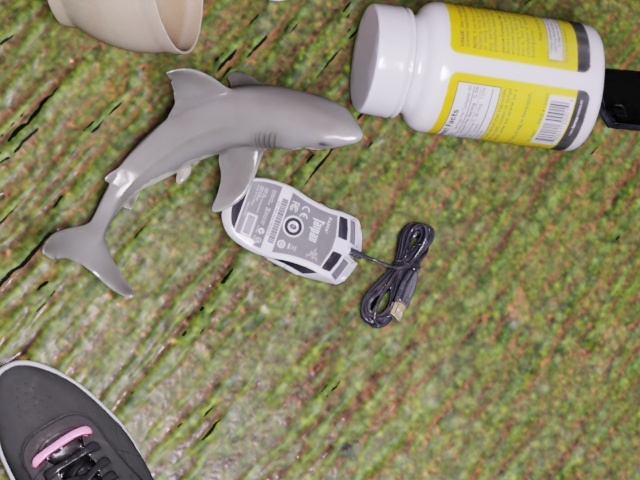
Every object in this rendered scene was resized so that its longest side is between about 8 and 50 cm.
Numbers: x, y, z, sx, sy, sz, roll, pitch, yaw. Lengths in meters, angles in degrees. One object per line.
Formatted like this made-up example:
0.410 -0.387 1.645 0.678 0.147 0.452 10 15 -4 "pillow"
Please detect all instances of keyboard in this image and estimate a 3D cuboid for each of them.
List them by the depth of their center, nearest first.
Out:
0.352 -0.112 1.607 0.192 0.038 0.100 4 53 -12 "keyboard"

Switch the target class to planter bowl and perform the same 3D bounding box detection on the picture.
-0.175 -0.236 1.446 0.109 0.162 0.162 -4 77 13 "planter bowl"

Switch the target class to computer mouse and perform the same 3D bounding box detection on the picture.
0.000 0.000 1.484 0.193 0.042 0.106 24 77 -13 "computer mouse"

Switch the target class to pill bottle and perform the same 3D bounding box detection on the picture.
0.139 -0.151 1.511 0.208 0.119 0.119 7 76 -12 "pill bottle"

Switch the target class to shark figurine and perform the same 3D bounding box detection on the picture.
-0.124 -0.087 1.425 0.278 0.116 0.166 -30 51 -2 "shark figurine"

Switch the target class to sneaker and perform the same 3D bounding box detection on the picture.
-0.167 0.212 1.337 0.104 0.147 0.296 -32 85 -16 "sneaker"
